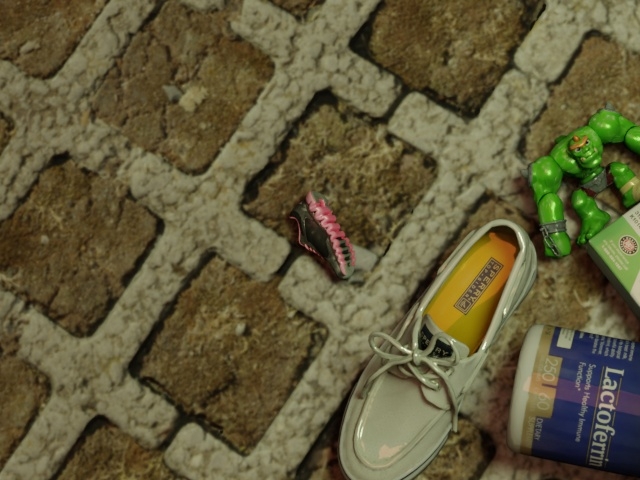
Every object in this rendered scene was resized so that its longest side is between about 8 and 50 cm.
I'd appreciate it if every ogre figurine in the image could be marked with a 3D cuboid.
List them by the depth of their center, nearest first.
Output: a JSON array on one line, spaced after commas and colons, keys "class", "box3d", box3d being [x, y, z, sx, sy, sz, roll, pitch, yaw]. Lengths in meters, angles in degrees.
[{"class": "ogre figurine", "box3d": [0.324, -0.077, 1.932, 0.197, 0.097, 0.118, -38, 92, 15]}]

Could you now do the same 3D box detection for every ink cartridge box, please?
[{"class": "ink cartridge box", "box3d": [0.447, 0.004, 1.888, 0.219, 0.092, 0.160, -37, 74, 0]}]

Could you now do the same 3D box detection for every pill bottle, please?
[{"class": "pill bottle", "box3d": [0.352, 0.190, 1.831, 0.264, 0.153, 0.153, 10, 79, 12]}]

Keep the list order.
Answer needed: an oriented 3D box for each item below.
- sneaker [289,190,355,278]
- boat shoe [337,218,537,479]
[{"class": "sneaker", "box3d": [0.000, 0.000, 1.997, 0.057, 0.047, 0.119, -33, 71, 21]}, {"class": "boat shoe", "box3d": [0.135, 0.130, 1.879, 0.136, 0.156, 0.367, 35, 85, 16]}]
